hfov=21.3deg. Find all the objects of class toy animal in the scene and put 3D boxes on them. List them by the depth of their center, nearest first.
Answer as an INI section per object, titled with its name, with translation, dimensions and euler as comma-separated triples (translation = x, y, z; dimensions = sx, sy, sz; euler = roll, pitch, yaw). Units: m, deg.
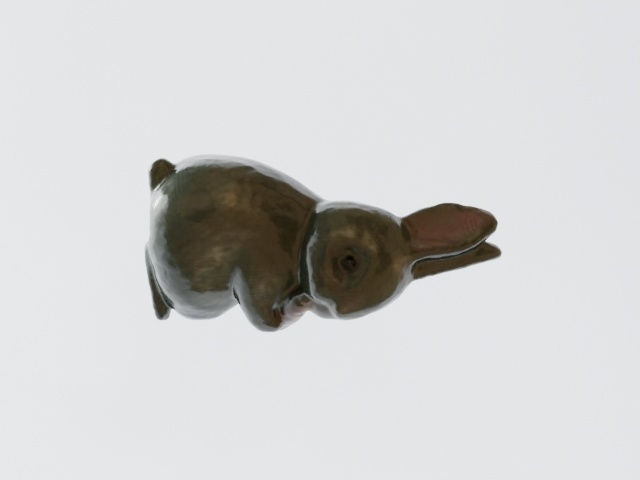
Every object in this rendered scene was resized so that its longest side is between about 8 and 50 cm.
[toy animal]
translation = -0.007, 0.006, 1.141
dimensions = 0.108, 0.236, 0.138
euler = -63, -33, -46
